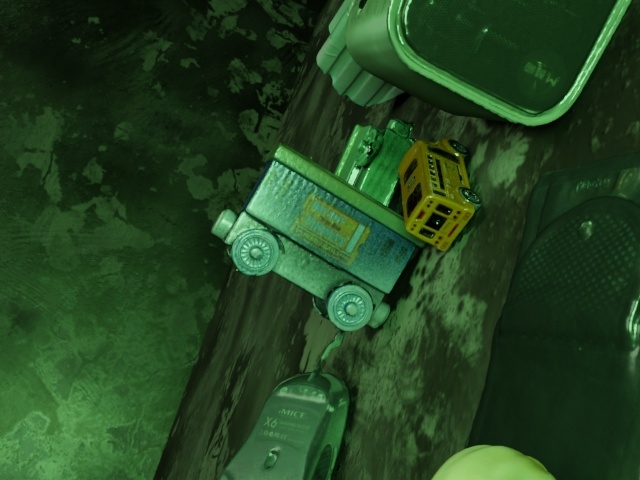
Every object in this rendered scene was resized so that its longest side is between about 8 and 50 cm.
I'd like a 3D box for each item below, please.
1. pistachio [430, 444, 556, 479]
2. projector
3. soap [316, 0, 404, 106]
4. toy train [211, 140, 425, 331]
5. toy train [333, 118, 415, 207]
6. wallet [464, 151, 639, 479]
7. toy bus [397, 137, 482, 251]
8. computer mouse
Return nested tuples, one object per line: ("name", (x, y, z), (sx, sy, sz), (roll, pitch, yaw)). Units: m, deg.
("pistachio", (0.115, 0.247, 0.493), (0.117, 0.145, 0.201), (-174, 96, -75))
("projector", (0.194, -0.294, 0.843), (0.249, 0.248, 0.249), (-64, 14, 8))
("soap", (0.132, -0.402, 1.341), (0.347, 0.208, 0.115), (-41, 28, 63))
("toy train", (0.000, 0.000, 1.027), (0.202, 0.299, 0.131), (-59, 12, -2))
("toy train", (0.076, -0.075, 1.217), (0.301, 0.120, 0.202), (-66, 12, 2))
("wallet", (0.221, 0.076, 0.595), (0.247, 0.041, 0.323), (165, 121, -75))
("toy bus", (0.160, -0.078, 0.962), (0.195, 0.088, 0.083), (-87, 23, -53))
("computer mouse", (-0.031, 0.307, 1.047), (0.167, 0.090, 0.379), (3, 53, 40))
